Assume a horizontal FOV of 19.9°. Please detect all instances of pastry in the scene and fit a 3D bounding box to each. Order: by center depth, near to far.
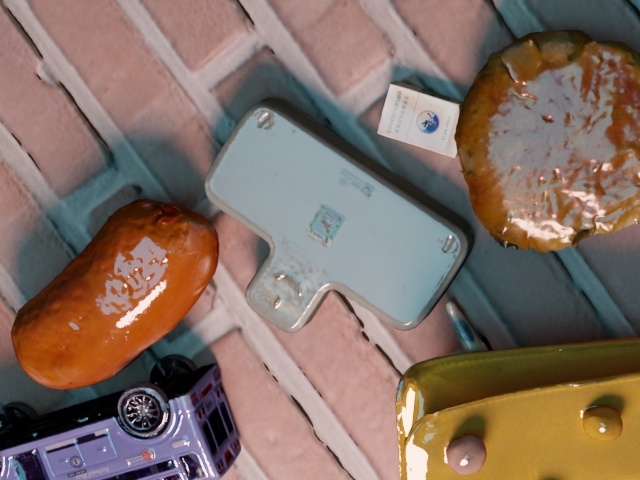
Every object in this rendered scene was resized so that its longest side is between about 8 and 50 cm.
[{"bbox_3d":[0.231,-0.086,1.720,0.218,0.100,0.229,35,104,0],"label":"pastry"}]

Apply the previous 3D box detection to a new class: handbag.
[{"bbox_3d":[0.275,0.243,1.721,0.401,0.133,0.283,-7,112,-5],"label":"handbag"}]

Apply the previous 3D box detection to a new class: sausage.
[{"bbox_3d":[-0.210,0.059,1.853,0.258,0.133,0.133,-42,90,18],"label":"sausage"}]

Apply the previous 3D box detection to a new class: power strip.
[{"bbox_3d":[0.000,0.000,1.819,0.265,0.059,0.193,34,104,5],"label":"power strip"}]

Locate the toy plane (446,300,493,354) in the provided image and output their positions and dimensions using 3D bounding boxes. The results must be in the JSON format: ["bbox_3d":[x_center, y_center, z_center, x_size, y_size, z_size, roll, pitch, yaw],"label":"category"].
[{"bbox_3d":[0.184,0.152,1.787,0.192,0.088,0.262,-22,111,16],"label":"toy plane"}]

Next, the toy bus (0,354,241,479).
[{"bbox_3d":[-0.238,0.222,1.898,0.292,0.125,0.133,-18,98,16],"label":"toy bus"}]

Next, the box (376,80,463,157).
[{"bbox_3d":[0.102,-0.119,1.785,0.083,0.024,0.054,18,105,11],"label":"box"}]
